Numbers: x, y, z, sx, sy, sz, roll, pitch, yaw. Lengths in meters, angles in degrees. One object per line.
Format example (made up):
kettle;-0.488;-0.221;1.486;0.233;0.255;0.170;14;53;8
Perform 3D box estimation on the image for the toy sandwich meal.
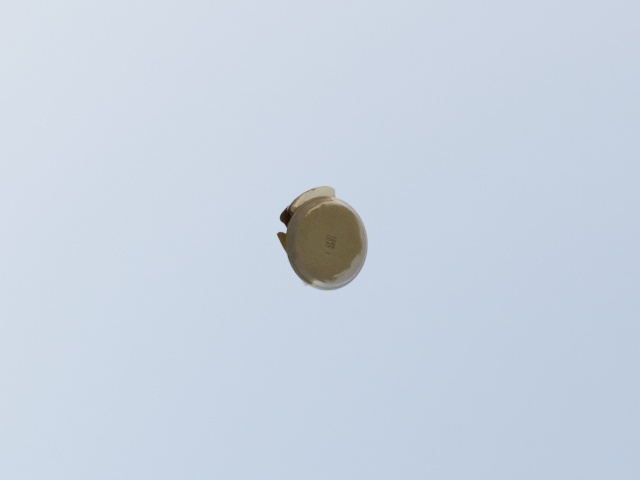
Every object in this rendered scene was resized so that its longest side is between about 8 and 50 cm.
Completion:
toy sandwich meal;0.000;0.000;1.416;0.029;0.085;0.086;-6;-108;60
